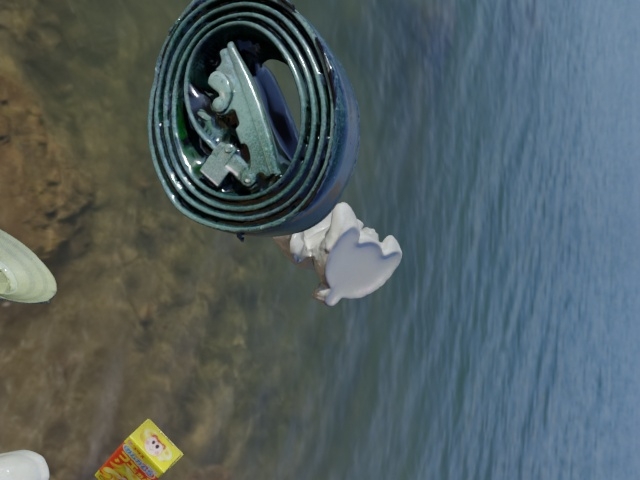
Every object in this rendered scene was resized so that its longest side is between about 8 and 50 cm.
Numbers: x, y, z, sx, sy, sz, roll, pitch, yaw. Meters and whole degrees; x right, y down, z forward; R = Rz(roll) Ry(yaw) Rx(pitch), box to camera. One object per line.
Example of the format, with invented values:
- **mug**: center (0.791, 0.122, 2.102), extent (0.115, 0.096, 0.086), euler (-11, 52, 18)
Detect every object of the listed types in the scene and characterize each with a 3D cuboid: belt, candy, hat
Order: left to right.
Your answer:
- **hat**: center (-0.629, 0.072, 1.104), extent (0.110, 0.252, 0.252), euler (-48, 147, 7)
- **candy**: center (-0.517, 0.635, 1.695), extent (0.146, 0.276, 0.088), euler (47, 34, 4)
- **belt**: center (-0.069, -0.132, 0.615), extent (0.116, 0.207, 0.267), euler (4, 76, -71)

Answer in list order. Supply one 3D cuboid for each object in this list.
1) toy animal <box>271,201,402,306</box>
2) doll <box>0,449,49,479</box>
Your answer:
- **toy animal**: center (0.000, 0.000, 1.270), extent (0.272, 0.265, 0.205), euler (27, 97, -48)
- **doll**: center (-0.459, 0.303, 0.570), extent (0.348, 0.423, 0.161), euler (-13, 93, -20)
